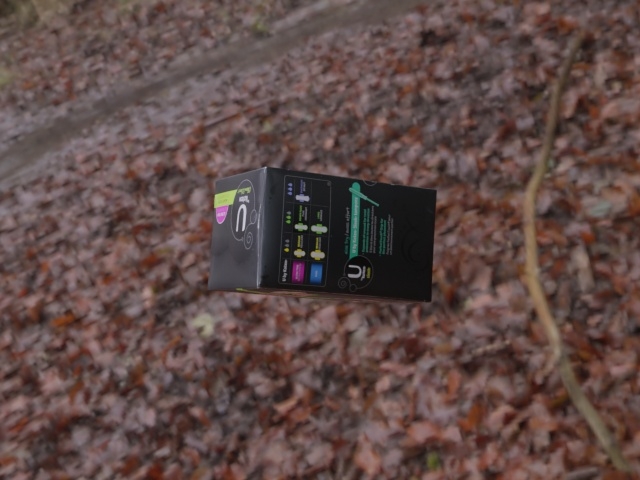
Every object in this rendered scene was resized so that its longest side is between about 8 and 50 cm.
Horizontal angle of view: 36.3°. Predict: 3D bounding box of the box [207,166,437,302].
[{"bbox_3d":[0.000,0.000,0.430,0.083,0.052,0.062,5,-6,-25],"label":"box"}]
